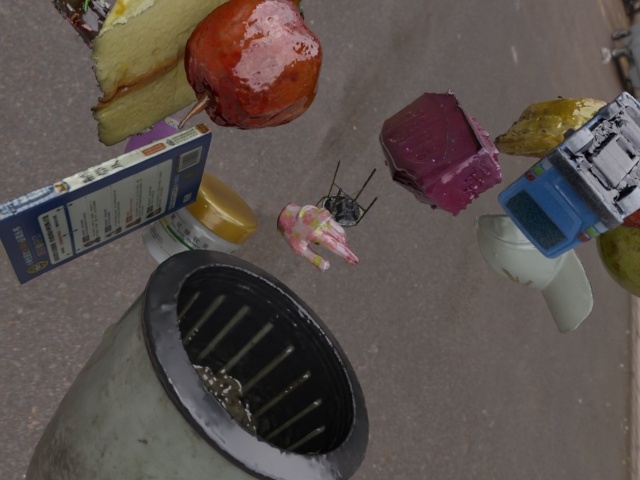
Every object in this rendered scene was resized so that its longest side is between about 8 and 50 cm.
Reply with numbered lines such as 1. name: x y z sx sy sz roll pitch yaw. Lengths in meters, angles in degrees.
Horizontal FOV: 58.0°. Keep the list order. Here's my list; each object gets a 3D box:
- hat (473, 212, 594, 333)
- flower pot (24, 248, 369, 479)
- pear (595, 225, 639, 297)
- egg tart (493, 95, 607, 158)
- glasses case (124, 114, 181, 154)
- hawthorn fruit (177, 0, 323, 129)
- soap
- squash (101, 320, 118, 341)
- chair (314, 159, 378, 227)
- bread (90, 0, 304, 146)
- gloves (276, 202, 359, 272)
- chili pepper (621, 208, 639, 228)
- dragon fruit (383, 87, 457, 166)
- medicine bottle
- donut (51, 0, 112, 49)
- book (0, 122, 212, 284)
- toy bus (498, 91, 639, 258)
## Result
1. hat: 0.459 0.065 1.271 0.258 0.168 0.301 26 43 -80
2. flower pot: -0.155 0.221 0.666 0.294 0.330 0.293 36 24 -19
3. pear: 0.699 -0.008 1.153 0.284 0.284 0.283 20 65 -49
4. egg tart: 0.566 -0.254 1.334 0.319 0.319 0.128 -2 97 -53
5. glasses case: -0.497 -0.302 1.725 0.123 0.075 0.316 11 36 -11
6. hawthorn fruit: -0.126 -0.249 0.874 0.243 0.207 0.207 -40 116 -15
7. soap: 0.256 -0.203 1.273 0.127 0.220 0.324 41 27 -33
8. squash: -0.395 0.268 1.293 0.118 0.371 0.118 -9 105 -36
9. chair: 0.062 -0.104 1.918 0.170 0.325 0.159 11 50 -14
10. bread: -0.196 -0.330 0.957 0.242 0.345 0.404 26 78 1
11. gloves: 0.002 -0.010 1.559 0.145 0.241 0.126 -37 144 -54
12. chili pepper: 0.517 -0.044 0.909 0.050 0.191 0.059 18 90 -28
13. dragon fruit: 0.300 -0.269 1.537 0.189 0.261 0.163 29 18 -32
14. medicine bottle: -0.330 -0.034 1.591 0.238 0.232 0.238 40 13 -11
15. donut: -0.543 -0.522 1.398 0.103 0.270 0.269 -42 120 -5
16. book: -0.424 -0.071 1.164 0.428 0.300 0.039 -30 78 -29
17. toy bus: 0.339 -0.086 0.726 0.234 0.133 0.116 -34 81 -38
